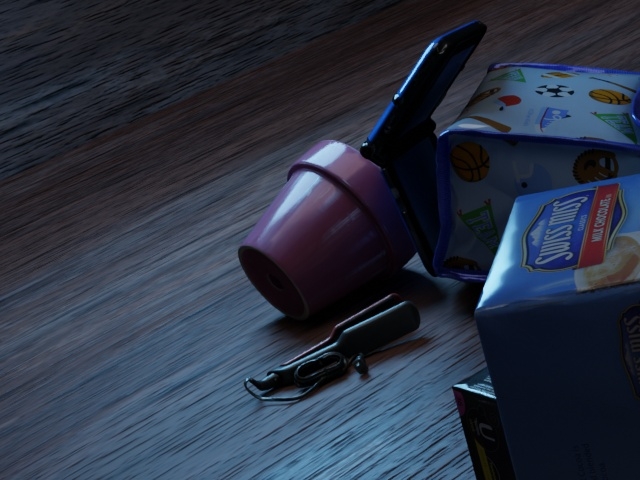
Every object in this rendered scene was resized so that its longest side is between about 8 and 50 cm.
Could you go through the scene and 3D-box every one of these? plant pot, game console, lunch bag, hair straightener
[{"bbox_3d":[0.000,0.000,2.042,0.180,0.201,0.201,-42,27,-23],"label":"plant pot"},{"bbox_3d":[0.175,-0.126,2.012,0.250,0.173,0.293,-56,-6,19],"label":"game console"},{"bbox_3d":[0.359,-0.087,1.917,0.385,0.239,0.328,7,24,17],"label":"lunch bag"},{"bbox_3d":[0.018,0.130,1.836,0.230,0.047,0.089,-23,18,-19],"label":"hair straightener"}]

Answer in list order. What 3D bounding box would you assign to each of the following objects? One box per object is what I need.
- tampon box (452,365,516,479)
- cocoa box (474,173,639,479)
[{"bbox_3d":[0.222,0.161,1.442,0.161,0.120,0.101,-26,21,-28],"label":"tampon box"},{"bbox_3d":[0.265,0.141,1.092,0.228,0.347,0.231,-10,18,19],"label":"cocoa box"}]
